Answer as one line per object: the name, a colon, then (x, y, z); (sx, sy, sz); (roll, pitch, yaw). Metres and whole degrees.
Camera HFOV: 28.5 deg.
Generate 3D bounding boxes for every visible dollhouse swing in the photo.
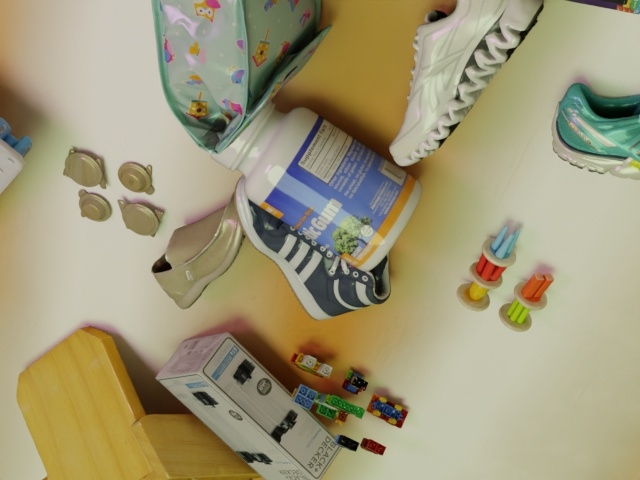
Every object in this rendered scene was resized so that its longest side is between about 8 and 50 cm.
dollhouse swing: (-0.338, 0.342, 2.298); (0.315, 0.305, 0.347); (6, 149, -43)

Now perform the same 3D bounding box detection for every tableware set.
tableware set: (-0.324, -0.074, 1.966); (0.168, 0.020, 0.141); (12, 131, 12)

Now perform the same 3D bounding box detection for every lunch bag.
lunch bag: (-0.094, -0.263, 1.571); (0.160, 0.223, 0.262); (13, 132, 21)

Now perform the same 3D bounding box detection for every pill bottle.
pill bottle: (-0.010, -0.088, 1.734); (0.272, 0.152, 0.152); (32, 133, -6)

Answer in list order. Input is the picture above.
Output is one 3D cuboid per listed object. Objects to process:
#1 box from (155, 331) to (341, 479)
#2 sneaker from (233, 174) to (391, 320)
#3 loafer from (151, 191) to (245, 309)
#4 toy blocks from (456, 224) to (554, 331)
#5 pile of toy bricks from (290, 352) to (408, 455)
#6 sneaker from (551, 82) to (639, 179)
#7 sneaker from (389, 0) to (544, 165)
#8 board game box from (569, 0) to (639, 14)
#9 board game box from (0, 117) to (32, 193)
box: (-0.118, 0.287, 2.108); (0.290, 0.087, 0.169); (46, 150, -19)
sneaker: (0.000, 0.000, 1.840); (0.153, 0.099, 0.282); (-11, 129, 33)
loafer: (-0.186, 0.012, 1.926); (0.092, 0.102, 0.268); (30, 134, -12)
toy blocks: (0.277, 0.051, 1.802); (0.123, 0.054, 0.148); (25, 133, 1)
pile of toy bricks: (0.026, 0.272, 2.073); (0.212, 0.118, 0.105); (30, 166, -16)
sneaker: (0.425, -0.128, 1.562); (0.275, 0.107, 0.110); (12, 122, 12)
sneaker: (0.161, -0.219, 1.597); (0.118, 0.110, 0.292); (35, 125, 1)
board game box: (0.318, -0.355, 1.446); (0.141, 0.048, 0.170); (15, 133, 13)
board game box: (-0.662, -0.183, 1.938); (0.390, 0.050, 0.390); (40, 145, -13)
